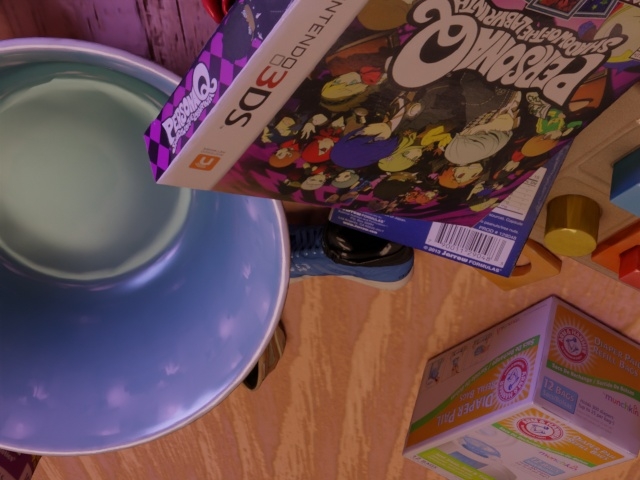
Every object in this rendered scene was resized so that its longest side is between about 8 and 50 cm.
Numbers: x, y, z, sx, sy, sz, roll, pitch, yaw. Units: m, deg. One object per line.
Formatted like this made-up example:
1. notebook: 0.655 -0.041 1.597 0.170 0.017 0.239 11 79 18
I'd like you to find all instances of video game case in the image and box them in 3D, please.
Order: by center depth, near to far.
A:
1. video game case: 0.056 -0.089 0.580 0.232 0.041 0.210 7 143 -36

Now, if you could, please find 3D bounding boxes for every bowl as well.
1. bowl: -0.183 -0.016 0.799 0.312 0.163 0.311 -3 116 -6

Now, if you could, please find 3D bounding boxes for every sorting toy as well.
1. sorting toy: 0.225 -0.014 0.759 0.196 0.047 0.348 28 147 -14

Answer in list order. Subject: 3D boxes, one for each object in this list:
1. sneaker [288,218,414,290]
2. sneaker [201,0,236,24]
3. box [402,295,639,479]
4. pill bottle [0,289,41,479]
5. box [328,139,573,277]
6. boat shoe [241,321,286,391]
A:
1. sneaker: 0.000 -0.001 0.886 0.152 0.058 0.084 9 153 9
2. sneaker: -0.027 -0.136 0.630 0.087 0.128 0.221 7 145 21
3. box: 0.179 0.146 0.973 0.114 0.103 0.203 29 147 -16
4. pill bottle: -0.286 0.089 0.948 0.169 0.301 0.169 15 148 9
5. box: 0.095 -0.081 0.709 0.136 0.036 0.225 18 135 2
6. boat shoe: -0.077 0.082 1.042 0.068 0.072 0.190 5 145 23
